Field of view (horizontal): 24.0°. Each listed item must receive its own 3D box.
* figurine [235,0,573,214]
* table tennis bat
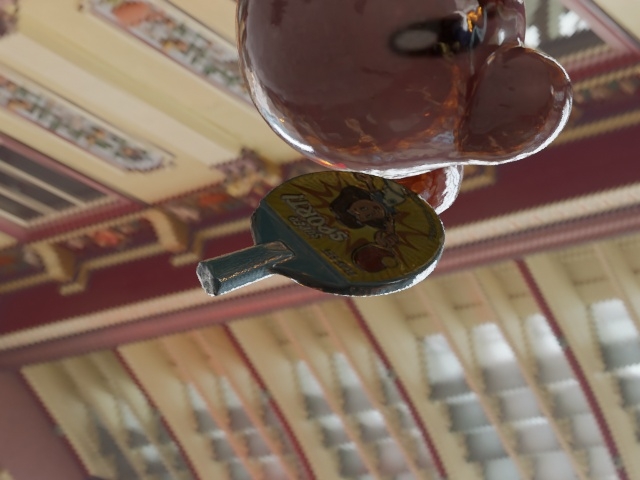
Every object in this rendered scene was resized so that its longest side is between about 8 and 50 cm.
[{"bbox_3d":[0.039,-0.149,1.102,0.261,0.211,0.270,176,-90,-72],"label":"figurine"},{"bbox_3d":[0.000,0.000,0.825,0.100,0.155,0.019,46,-42,34],"label":"table tennis bat"}]
